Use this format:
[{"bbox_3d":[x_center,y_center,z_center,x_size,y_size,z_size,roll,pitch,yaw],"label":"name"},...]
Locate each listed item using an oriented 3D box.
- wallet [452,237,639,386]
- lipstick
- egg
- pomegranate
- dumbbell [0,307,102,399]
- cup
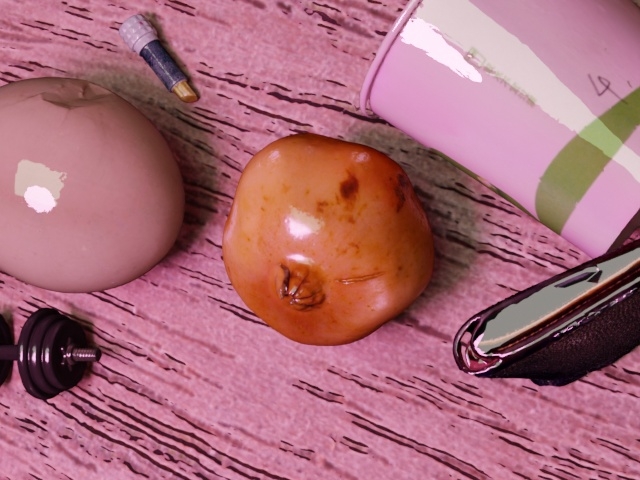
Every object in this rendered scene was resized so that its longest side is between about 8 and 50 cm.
[{"bbox_3d":[0.260,0.048,1.232,0.262,0.221,0.071,-29,70,18],"label":"wallet"},{"bbox_3d":[-0.174,-0.193,1.536,0.037,0.037,0.116,-40,76,14],"label":"lipstick"},{"bbox_3d":[-0.268,-0.058,1.462,0.269,0.219,0.219,27,95,8],"label":"egg"},{"bbox_3d":[0.003,-0.001,1.354,0.209,0.209,0.209,-2,84,22],"label":"pomegranate"},{"bbox_3d":[-0.331,0.122,1.535,0.208,0.099,0.099,0,85,23],"label":"dumbbell"},{"bbox_3d":[0.211,-0.135,1.270,0.274,0.253,0.253,40,100,12],"label":"cup"}]
